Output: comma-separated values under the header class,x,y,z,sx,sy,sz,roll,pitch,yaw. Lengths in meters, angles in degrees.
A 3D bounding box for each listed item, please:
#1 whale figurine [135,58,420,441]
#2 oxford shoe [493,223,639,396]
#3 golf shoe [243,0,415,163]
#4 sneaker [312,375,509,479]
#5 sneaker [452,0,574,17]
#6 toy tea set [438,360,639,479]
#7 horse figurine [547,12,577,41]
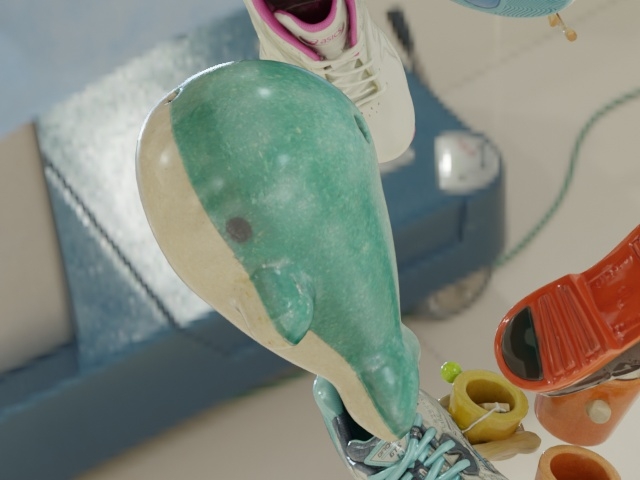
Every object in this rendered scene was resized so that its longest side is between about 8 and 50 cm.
class,x,y,z,sx,sy,sz,roll,pitch,yaw
whale figurine,0.000,0.000,1.307,0.141,0.272,0.216,-33,18,17
oxford shoe,0.264,0.037,1.495,0.271,0.098,0.097,-25,67,18
golf shoe,-0.001,-0.170,1.713,0.115,0.306,0.140,-32,32,4
sneaker,0.076,0.184,1.456,0.110,0.122,0.283,-46,42,-1
sneaker,0.108,-0.292,1.463,0.319,0.127,0.208,28,70,37
toy tea set,0.258,0.177,1.682,0.200,0.124,0.336,-13,44,-39
horse figurine,0.215,-0.326,2.173,0.066,0.263,0.174,-30,60,-10
